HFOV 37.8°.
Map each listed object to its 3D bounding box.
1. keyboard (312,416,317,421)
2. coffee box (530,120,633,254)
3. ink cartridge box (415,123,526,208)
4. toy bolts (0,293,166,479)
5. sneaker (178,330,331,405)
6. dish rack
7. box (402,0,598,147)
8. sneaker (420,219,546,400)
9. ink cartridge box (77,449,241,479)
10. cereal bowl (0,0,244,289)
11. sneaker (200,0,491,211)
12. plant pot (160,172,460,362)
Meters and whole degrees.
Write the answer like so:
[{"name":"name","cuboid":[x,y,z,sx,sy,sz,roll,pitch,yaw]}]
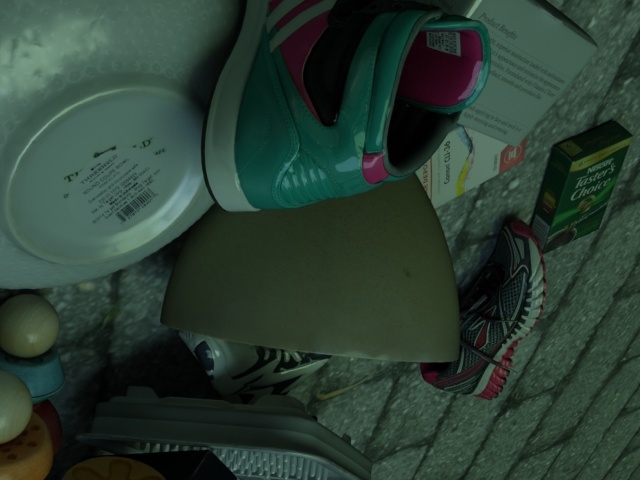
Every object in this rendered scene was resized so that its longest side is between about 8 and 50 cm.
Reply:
[{"name":"keyboard","cuboid":[-0.050,0.340,1.402,0.100,0.038,0.192,-43,152,-38]},{"name":"coffee box","cuboid":[0.355,-0.070,1.290,0.113,0.040,0.184,-22,142,-23]},{"name":"ink cartridge box","cuboid":[0.132,-0.101,1.029,0.198,0.067,0.115,-28,144,-14]},{"name":"toy bolts","cuboid":[-0.240,0.154,0.837,0.218,0.228,0.158,5,113,-25]},{"name":"sneaker","cuboid":[-0.058,0.114,1.077,0.153,0.094,0.235,-38,145,-4]},{"name":"dish rack","cuboid":[-0.089,0.235,1.081,0.285,0.072,0.333,1,159,18]},{"name":"box","cuboid":[0.108,-0.194,0.804,0.181,0.182,0.119,12,123,-48]},{"name":"sneaker","cuboid":[0.233,0.106,1.320,0.112,0.121,0.299,10,120,-10]},{"name":"ink cartridge box","cuboid":[-0.234,0.308,0.991,0.065,0.333,0.165,49,51,-19]},{"name":"cereal bowl","cuboid":[-0.181,-0.087,0.700,0.339,0.141,0.339,-24,142,-21]},{"name":"sneaker","cuboid":[0.033,-0.156,0.663,0.124,0.178,0.295,52,44,-60]},{"name":"plant pot","cuboid":[0.000,0.000,0.890,0.284,0.284,0.191,7,88,-46]}]
